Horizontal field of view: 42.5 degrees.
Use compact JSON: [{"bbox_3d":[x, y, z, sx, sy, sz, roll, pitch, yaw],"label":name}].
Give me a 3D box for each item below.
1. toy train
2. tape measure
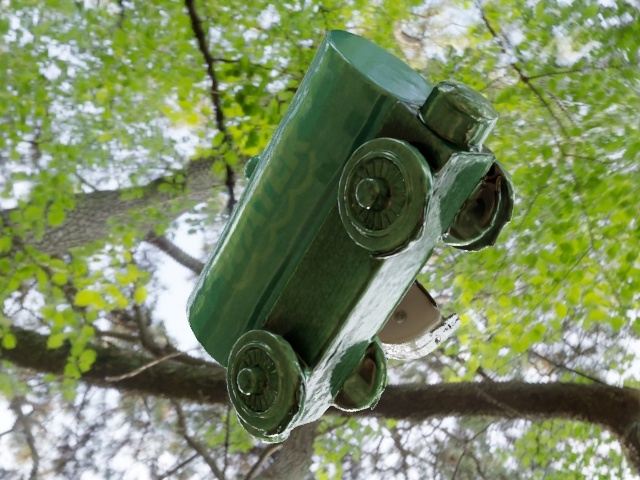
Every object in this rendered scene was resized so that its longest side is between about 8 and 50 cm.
[{"bbox_3d":[0.000,0.000,0.480,0.159,0.101,0.248,50,-58,35],"label":"toy train"},{"bbox_3d":[0.022,0.079,1.013,0.197,0.120,0.236,-41,-118,0],"label":"tape measure"}]
